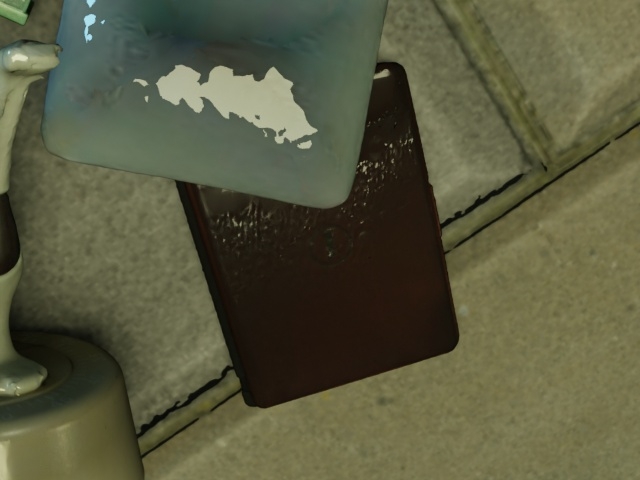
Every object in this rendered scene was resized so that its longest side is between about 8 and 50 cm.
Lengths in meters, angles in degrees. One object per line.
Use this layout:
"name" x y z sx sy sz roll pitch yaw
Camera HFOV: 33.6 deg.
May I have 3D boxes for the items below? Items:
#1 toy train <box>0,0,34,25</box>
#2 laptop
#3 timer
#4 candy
"toy train" -0.185 -0.157 0.568 0.093 0.038 0.056 23 112 -19
"laptop" 0.000 0.000 0.673 0.154 0.026 0.207 -17 115 -5
"timer" -0.189 0.021 0.578 0.175 0.175 0.266 -2 105 -10
"candy" -0.057 -0.098 0.580 0.174 0.071 0.138 11 91 -4
